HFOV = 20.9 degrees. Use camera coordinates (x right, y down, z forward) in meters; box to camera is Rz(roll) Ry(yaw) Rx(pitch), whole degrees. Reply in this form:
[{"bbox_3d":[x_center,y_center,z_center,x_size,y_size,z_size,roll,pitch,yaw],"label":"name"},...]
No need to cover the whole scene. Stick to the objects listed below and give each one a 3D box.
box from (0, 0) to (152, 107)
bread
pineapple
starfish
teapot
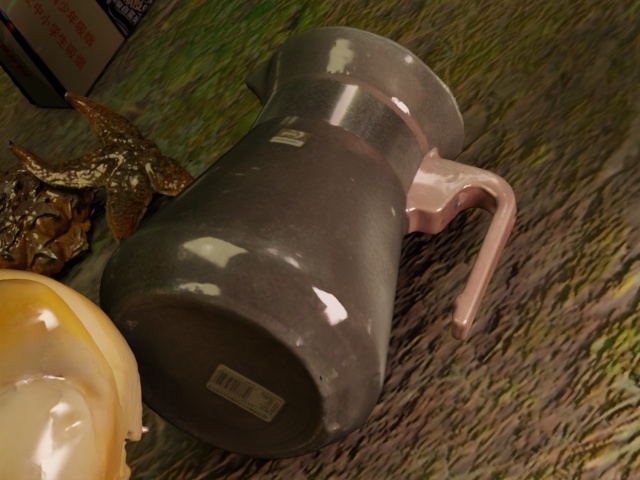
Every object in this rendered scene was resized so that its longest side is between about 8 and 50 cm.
[{"bbox_3d":[-0.289,-0.335,2.063,0.084,0.198,0.310,6,54,40],"label":"box"},{"bbox_3d":[-0.256,0.234,1.318,0.245,0.329,0.424,9,90,54],"label":"bread"},{"bbox_3d":[-0.340,-0.011,1.873,0.225,0.076,0.225,-21,41,20],"label":"pineapple"},{"bbox_3d":[-0.229,-0.074,1.839,0.138,0.050,0.247,-28,46,-32],"label":"starfish"},{"bbox_3d":[0.000,0.000,1.506,0.300,0.253,0.344,17,53,14],"label":"teapot"}]
